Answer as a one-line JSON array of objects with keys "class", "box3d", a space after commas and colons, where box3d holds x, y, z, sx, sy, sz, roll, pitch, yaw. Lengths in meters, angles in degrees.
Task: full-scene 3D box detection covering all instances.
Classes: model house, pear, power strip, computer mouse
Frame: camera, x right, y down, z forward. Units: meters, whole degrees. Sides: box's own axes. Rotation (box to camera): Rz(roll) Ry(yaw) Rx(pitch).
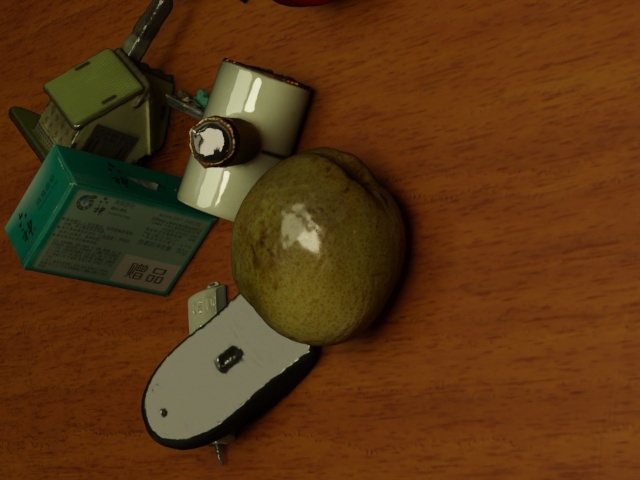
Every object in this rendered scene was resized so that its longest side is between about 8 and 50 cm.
[{"class": "model house", "box3d": [-0.273, -0.209, 2.017, 0.279, 0.204, 0.218, -53, 49, 14]}, {"class": "pear", "box3d": [0.000, 0.000, 1.674, 0.228, 0.188, 0.211, 44, 125, 42]}, {"class": "power strip", "box3d": [-0.146, 0.177, 1.903, 0.060, 0.027, 0.253, -21, 66, 41]}, {"class": "computer mouse", "box3d": [-0.109, 0.163, 1.817, 0.269, 0.086, 0.137, -41, 70, 8]}]

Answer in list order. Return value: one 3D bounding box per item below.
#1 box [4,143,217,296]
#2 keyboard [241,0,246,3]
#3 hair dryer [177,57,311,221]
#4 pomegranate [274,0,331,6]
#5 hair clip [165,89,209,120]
[{"class": "box", "box3d": [-0.285, -0.024, 1.935, 0.153, 0.244, 0.092, -54, 46, 21]}, {"class": "keyboard", "box3d": [-0.059, -0.441, 1.939, 0.087, 0.017, 0.250, 48, 118, 10]}, {"class": "hair dryer", "box3d": [-0.110, -0.118, 1.734, 0.128, 0.362, 0.203, 20, 96, 3]}, {"class": "pomegranate", "box3d": [-0.016, -0.406, 1.781, 0.210, 0.210, 0.235, -33, 27, 37]}, {"class": "hair clip", "box3d": [-0.151, -0.176, 1.979, 0.173, 0.049, 0.049, 35, 106, 39]}]
